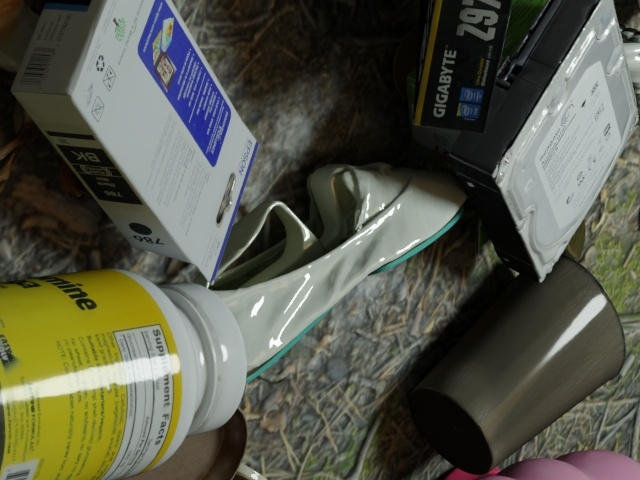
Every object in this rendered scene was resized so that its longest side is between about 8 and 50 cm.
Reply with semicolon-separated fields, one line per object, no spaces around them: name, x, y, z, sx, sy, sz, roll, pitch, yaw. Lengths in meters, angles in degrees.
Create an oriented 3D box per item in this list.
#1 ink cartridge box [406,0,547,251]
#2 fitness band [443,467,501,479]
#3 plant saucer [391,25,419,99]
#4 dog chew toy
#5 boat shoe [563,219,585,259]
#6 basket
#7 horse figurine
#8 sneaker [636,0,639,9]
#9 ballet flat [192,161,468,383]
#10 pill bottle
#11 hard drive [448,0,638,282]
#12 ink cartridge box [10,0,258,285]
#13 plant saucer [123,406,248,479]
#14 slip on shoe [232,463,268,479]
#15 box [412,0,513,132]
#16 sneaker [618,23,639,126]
ink cartridge box;0.189;-0.137;1.990;0.189;0.097;0.255;-48;154;-25
fitness band;0.166;0.411;2.197;0.209;0.054;0.291;-18;118;-46
plant saucer;0.101;-0.191;1.926;0.083;0.015;0.083;-20;119;-42
dog chew toy;0.272;0.344;2.111;0.332;0.206;0.206;10;96;-43
boat shoe;0.278;-0.022;2.171;0.153;0.048;0.056;37;64;-55
basket;0.225;0.156;2.095;0.227;0.154;0.204;-39;139;-27
horse figurine;-0.264;-0.145;1.501;0.174;0.066;0.263;-56;136;-11
sneaker;0.479;-0.351;2.200;0.107;0.110;0.275;56;48;-39
ballet flat;0.000;0.000;1.813;0.400;0.139;0.139;-37;128;-32
pill bottle;-0.229;0.123;1.544;0.334;0.188;0.188;-8;109;-47
hard drive;0.251;-0.113;1.938;0.237;0.064;0.339;-58;156;-11
ink cartridge box;-0.153;-0.106;1.576;0.332;0.065;0.165;59;42;-55
plant saucer;-0.146;0.217;1.765;0.168;0.029;0.168;-25;135;-28
slip on shoe;-0.070;0.277;1.884;0.041;0.051;0.135;-56;145;-22
box;0.150;-0.304;1.721;0.257;0.079;0.322;-85;-177;-49
sneaker;0.406;-0.193;2.203;0.292;0.110;0.118;9;106;-49
